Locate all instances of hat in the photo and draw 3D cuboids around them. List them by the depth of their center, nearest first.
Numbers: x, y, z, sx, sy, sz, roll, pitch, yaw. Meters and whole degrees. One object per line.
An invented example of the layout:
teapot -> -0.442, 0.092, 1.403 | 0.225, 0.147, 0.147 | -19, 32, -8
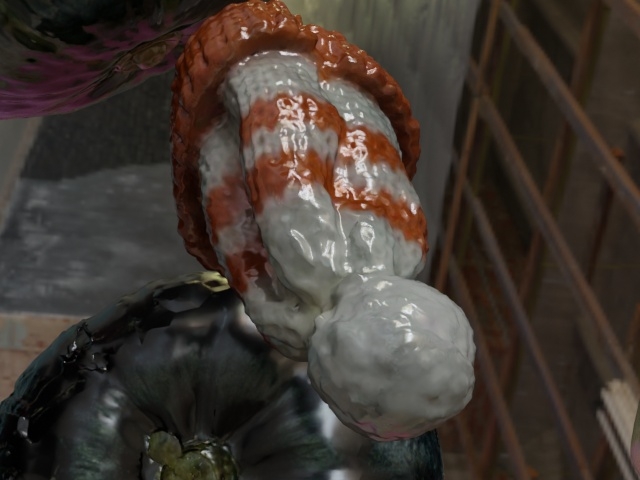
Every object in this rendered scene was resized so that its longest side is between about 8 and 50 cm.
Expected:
hat -> 0.000, 0.000, 0.363 | 0.162, 0.093, 0.112 | -106, -165, -51

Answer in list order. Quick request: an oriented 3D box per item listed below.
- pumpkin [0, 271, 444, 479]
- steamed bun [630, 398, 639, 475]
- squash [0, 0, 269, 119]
pumpkin -> -0.055, 0.127, 0.534 | 0.163, 0.233, 0.233 | 79, 13, -69
steamed bun -> 0.489, 0.082, 0.944 | 0.455, 0.290, 0.371 | -11, -125, 52
squash -> -0.131, -0.169, 0.595 | 0.165, 0.252, 0.252 | 64, -7, 1
